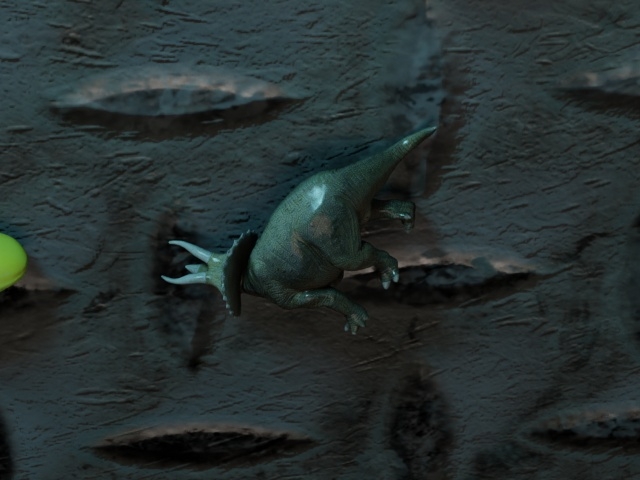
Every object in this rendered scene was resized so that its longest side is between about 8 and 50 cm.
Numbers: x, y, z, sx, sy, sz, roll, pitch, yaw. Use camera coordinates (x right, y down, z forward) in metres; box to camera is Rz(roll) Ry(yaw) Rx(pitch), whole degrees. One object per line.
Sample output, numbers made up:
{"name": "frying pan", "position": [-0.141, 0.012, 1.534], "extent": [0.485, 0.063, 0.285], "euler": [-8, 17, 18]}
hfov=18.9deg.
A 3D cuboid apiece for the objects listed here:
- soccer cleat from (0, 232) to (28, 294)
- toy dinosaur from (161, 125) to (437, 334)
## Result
{"name": "soccer cleat", "position": [-0.432, -0.008, 1.902], "extent": [0.289, 0.093, 0.121], "euler": [9, 124, -11]}
{"name": "toy dinosaur", "position": [0.000, 0.000, 1.913], "extent": [0.160, 0.121, 0.313], "euler": [21, 133, -37]}
